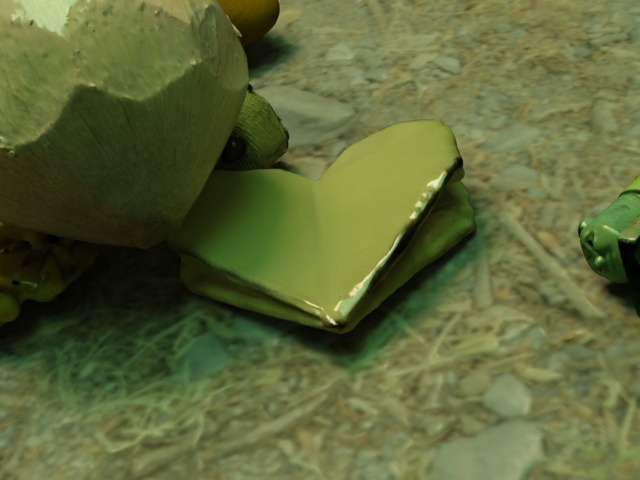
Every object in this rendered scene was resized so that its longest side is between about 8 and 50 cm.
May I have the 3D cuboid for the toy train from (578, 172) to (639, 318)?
[{"bbox_3d":[0.239,-0.026,0.712,0.200,0.083,0.132,-36,32,-26],"label":"toy train"}]

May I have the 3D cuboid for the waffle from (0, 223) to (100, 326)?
[{"bbox_3d":[-0.288,0.010,0.831,0.262,0.060,0.280,9,39,29],"label":"waffle"}]

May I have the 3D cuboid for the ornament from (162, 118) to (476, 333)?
[{"bbox_3d":[0.000,0.000,0.766,0.201,0.059,0.180,-14,37,5],"label":"ornament"}]

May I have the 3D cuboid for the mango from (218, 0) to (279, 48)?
[{"bbox_3d":[-0.160,-0.186,1.004,0.253,0.113,0.138,-1,35,5],"label":"mango"}]

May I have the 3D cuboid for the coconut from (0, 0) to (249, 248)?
[{"bbox_3d":[-0.152,-0.103,0.749,0.224,0.224,0.234,-21,67,-9],"label":"coconut"}]

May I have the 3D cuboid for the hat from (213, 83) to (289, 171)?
[{"bbox_3d":[-0.069,-0.072,0.860,0.077,0.076,0.059,4,56,30],"label":"hat"}]
